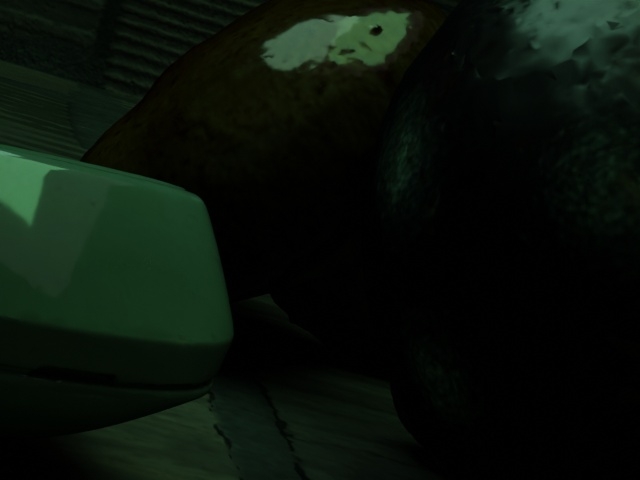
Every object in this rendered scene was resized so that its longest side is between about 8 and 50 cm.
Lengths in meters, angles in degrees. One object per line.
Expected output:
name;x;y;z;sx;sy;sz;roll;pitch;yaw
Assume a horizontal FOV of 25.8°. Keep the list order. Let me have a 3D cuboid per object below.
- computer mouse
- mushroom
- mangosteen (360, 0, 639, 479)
computer mouse;-0.145;0.011;0.485;0.159;0.097;0.288;10;-1;-38
mushroom;-0.019;-0.027;0.764;0.267;0.267;0.255;7;46;-56
mangosteen;0.144;0.010;0.584;0.288;0.288;0.288;17;7;-2
